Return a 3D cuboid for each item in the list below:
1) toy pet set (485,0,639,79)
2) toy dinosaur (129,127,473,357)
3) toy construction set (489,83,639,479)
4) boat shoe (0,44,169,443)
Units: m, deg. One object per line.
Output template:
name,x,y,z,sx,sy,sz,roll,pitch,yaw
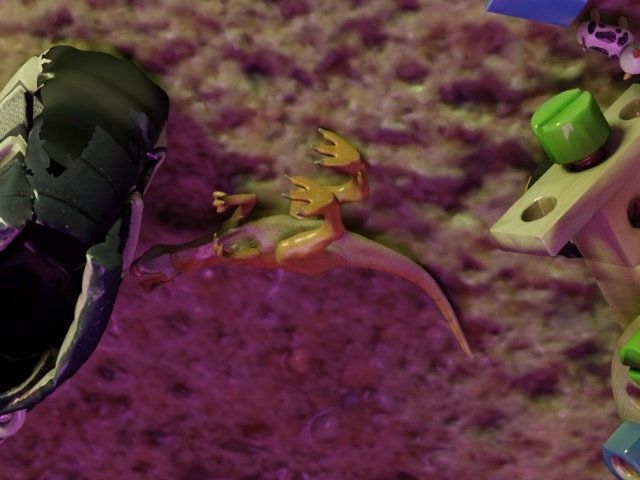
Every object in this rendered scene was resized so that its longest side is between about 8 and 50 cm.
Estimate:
toy pet set,0.144,-0.136,0.830,0.114,0.065,0.122,11,126,-3
toy dinosaur,0.000,0.000,0.959,0.211,0.064,0.112,6,139,-15
toy construction set,0.237,0.005,0.854,0.309,0.257,0.237,-31,107,1
boat shoe,-0.198,0.059,0.943,0.127,0.158,0.340,24,124,-12
